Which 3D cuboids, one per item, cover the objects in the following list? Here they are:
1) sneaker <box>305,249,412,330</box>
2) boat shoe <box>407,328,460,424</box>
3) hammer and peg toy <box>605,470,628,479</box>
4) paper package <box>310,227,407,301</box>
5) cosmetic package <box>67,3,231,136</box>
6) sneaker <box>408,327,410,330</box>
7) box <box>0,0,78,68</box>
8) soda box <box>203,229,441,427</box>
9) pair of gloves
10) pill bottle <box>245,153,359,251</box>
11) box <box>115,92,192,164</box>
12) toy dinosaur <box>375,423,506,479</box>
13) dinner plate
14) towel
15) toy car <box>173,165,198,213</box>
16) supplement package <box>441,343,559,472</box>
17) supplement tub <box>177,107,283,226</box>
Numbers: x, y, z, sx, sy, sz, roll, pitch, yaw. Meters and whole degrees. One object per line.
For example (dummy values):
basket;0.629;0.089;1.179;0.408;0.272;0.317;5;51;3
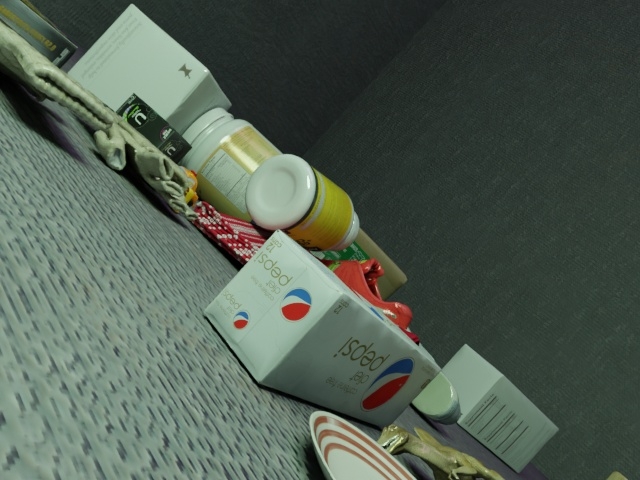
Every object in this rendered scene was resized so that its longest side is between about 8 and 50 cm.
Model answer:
sneaker;0.038;0.067;0.883;0.279;0.118;0.107;43;0;41
boat shoe;0.126;0.185;0.864;0.227;0.079;0.081;50;-4;45
hammer and peg toy;0.396;0.391;0.641;0.266;0.127;0.361;43;0;20
paper package;0.000;0.000;1.360;0.325;0.168;0.309;44;-1;-39
cosmetic package;-0.254;-0.225;0.888;0.151;0.151;0.184;42;-1;3
sneaker;0.106;0.172;1.135;0.222;0.083;0.118;50;17;-12
box;-0.422;-0.314;0.676;0.231;0.056;0.183;43;0;10
soda box;0.015;0.077;0.427;0.069;0.074;0.216;43;0;36
pair of gloves;-0.222;-0.118;0.539;0.204;0.042;0.240;39;-4;29
pill bottle;-0.015;-0.042;0.807;0.103;0.103;0.184;43;7;31
box;-0.213;-0.126;0.710;0.083;0.062;0.052;43;-1;19
toy dinosaur;0.109;0.178;0.440;0.092;0.053;0.183;41;-1;45
dinner plate;0.042;0.141;0.286;0.141;0.017;0.141;42;0;0
towel;-0.011;0.048;0.680;0.275;0.031;0.199;36;6;21
toy car;-0.153;-0.056;0.677;0.060;0.040;0.122;43;0;-34
supplement package;0.367;0.360;1.239;0.244;0.134;0.139;43;0;-29
supplement tub;-0.124;-0.101;0.929;0.200;0.144;0.144;43;0;4
